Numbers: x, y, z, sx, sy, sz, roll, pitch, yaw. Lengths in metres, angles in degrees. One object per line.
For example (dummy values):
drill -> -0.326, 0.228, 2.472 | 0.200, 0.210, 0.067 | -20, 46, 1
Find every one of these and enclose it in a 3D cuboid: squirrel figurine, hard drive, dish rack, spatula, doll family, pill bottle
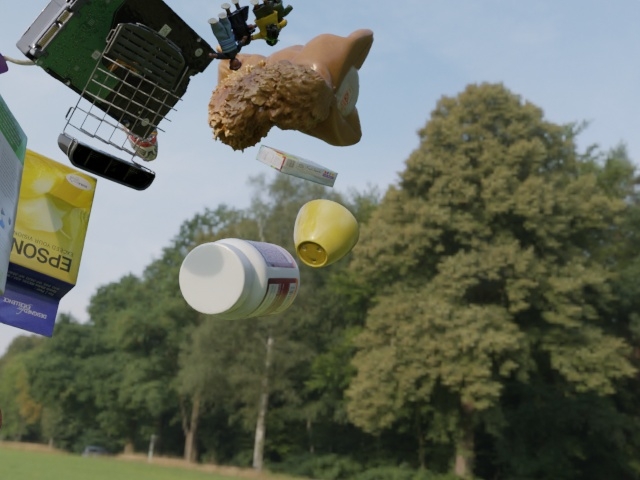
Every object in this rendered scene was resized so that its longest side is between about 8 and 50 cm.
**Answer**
squirrel figurine -> -0.117, -0.368, 1.992 | 0.370, 0.281, 0.397 | 15, 26, 24
hard drive -> -0.367, -0.357, 1.557 | 0.064, 0.237, 0.339 | 42, 3, 30
dish rack -> -0.337, -0.241, 1.486 | 0.074, 0.271, 0.208 | 31, 4, 29
spatula -> -0.678, -0.415, 1.923 | 0.296, 0.030, 0.084 | -3, -34, 5
doll family -> -0.133, -0.402, 1.589 | 0.193, 0.076, 0.111 | -24, -46, -7
pill bottle -> -0.222, 0.109, 2.332 | 0.224, 0.224, 0.392 | -1, -4, 18

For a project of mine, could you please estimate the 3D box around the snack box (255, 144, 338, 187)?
snack box -> -0.048, -0.153, 1.713 | 0.141, 0.037, 0.100 | 15, 11, -38

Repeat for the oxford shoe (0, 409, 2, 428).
oxford shoe -> -0.749, 0.319, 1.417 | 0.146, 0.140, 0.397 | -14, -13, 41

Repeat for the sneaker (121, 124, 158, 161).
sneaker -> -0.478, -0.286, 2.168 | 0.088, 0.225, 0.093 | -15, -45, -15

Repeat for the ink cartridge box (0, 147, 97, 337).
ink cartridge box -> -0.550, -0.025, 1.420 | 0.303, 0.307, 0.072 | 26, -37, -38

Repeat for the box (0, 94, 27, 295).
box -> -0.509, -0.109, 1.199 | 0.058, 0.322, 0.232 | -9, -38, 4

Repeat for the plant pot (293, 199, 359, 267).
plant pot -> 0.000, 0.000, 1.662 | 0.134, 0.095, 0.134 | 13, -49, 15
